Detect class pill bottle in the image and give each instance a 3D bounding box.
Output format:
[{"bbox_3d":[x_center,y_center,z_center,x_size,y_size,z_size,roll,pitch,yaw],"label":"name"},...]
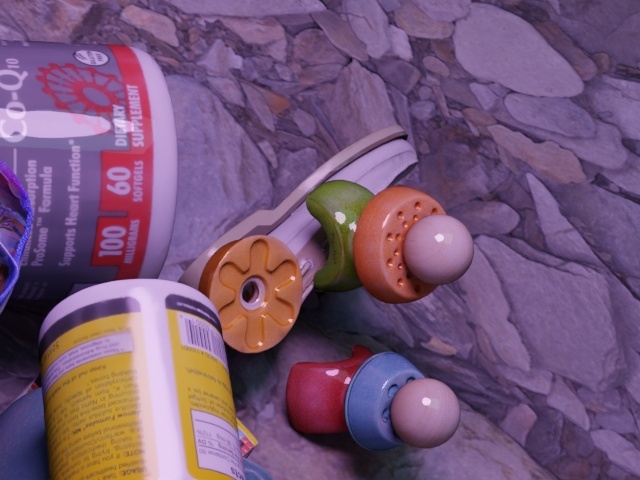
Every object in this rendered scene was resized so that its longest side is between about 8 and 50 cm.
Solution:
[{"bbox_3d":[-0.107,0.138,1.037,0.119,0.119,0.208,9,51,-27],"label":"pill bottle"},{"bbox_3d":[-0.310,-0.056,1.327,0.363,0.210,0.210,0,55,-21],"label":"pill bottle"}]

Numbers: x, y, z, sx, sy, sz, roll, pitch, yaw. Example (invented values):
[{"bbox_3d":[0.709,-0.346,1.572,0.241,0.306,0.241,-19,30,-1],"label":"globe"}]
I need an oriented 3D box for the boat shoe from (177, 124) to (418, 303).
[{"bbox_3d":[0.000,0.000,1.592,0.103,0.113,0.302,47,55,7],"label":"boat shoe"}]

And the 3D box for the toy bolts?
[{"bbox_3d":[0.031,0.080,1.437,0.218,0.158,0.228,-21,109,-37],"label":"toy bolts"}]

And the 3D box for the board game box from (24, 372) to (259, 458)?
[{"bbox_3d":[-0.147,0.146,1.350,0.170,0.141,0.048,45,45,8],"label":"board game box"}]

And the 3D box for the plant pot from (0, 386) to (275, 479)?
[{"bbox_3d":[-0.161,0.241,1.185,0.247,0.252,0.247,30,44,-8],"label":"plant pot"}]

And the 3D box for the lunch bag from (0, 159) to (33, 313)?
[{"bbox_3d":[-0.394,0.101,1.102,0.385,0.328,0.239,-30,80,-43],"label":"lunch bag"}]
